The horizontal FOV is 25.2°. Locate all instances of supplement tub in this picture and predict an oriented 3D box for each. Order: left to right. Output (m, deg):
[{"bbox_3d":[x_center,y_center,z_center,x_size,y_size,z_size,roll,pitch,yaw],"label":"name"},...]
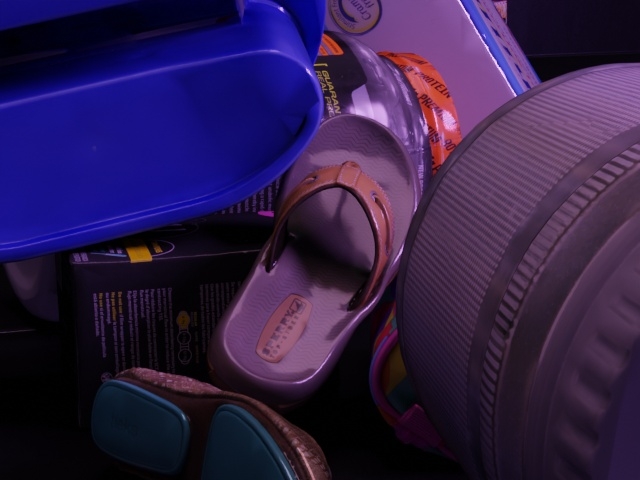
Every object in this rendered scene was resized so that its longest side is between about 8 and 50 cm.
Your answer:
[{"bbox_3d":[-0.073,-0.057,1.112,0.338,0.207,0.207,-6,13,-25],"label":"supplement tub"}]

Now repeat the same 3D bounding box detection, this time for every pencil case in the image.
[{"bbox_3d":[0.076,0.054,0.856,0.104,0.104,0.236,-1,10,2],"label":"pencil case"}]

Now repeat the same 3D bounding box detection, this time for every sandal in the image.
[{"bbox_3d":[0.000,0.000,0.805,0.090,0.060,0.219,24,49,9],"label":"sandal"}]

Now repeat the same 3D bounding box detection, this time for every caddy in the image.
[{"bbox_3d":[-0.156,-0.127,0.870,0.341,0.241,0.179,-13,21,-8],"label":"caddy"}]

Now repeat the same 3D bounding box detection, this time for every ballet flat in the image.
[{"bbox_3d":[-0.038,0.105,0.696,0.067,0.073,0.206,8,8,-36],"label":"ballet flat"}]

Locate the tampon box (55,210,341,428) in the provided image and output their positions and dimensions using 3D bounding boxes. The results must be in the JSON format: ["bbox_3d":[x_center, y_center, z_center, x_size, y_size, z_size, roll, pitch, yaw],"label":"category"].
[{"bbox_3d":[-0.079,0.043,0.892,0.161,0.101,0.120,-4,13,-15],"label":"tampon box"}]

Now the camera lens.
[{"bbox_3d":[0.157,0.046,0.578,0.219,0.219,0.274,-3,12,-8],"label":"camera lens"}]

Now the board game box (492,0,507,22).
[{"bbox_3d":[0.191,-0.201,1.799,0.045,0.194,0.146,5,13,26],"label":"board game box"}]

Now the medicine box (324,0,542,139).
[{"bbox_3d":[0.107,-0.167,1.373,0.149,0.263,0.289,-31,2,14],"label":"medicine box"}]
